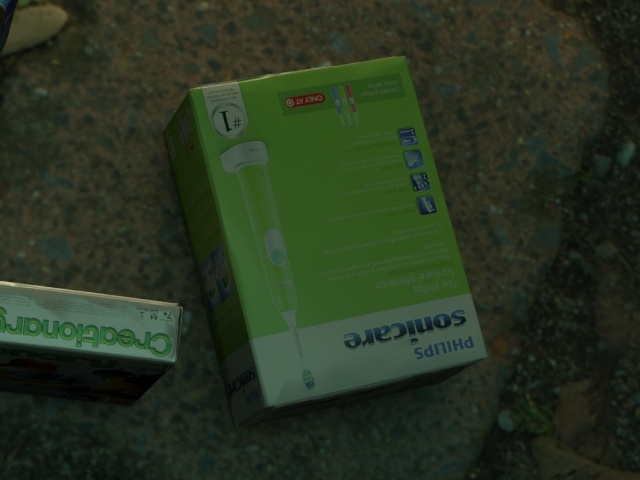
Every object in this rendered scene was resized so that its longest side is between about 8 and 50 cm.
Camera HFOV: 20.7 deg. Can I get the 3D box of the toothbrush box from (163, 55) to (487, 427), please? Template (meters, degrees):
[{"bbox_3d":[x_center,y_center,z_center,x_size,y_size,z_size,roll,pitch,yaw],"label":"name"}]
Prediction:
[{"bbox_3d":[0.000,0.000,1.543,0.206,0.122,0.283,-12,78,-19],"label":"toothbrush box"}]

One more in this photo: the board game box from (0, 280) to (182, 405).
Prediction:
[{"bbox_3d":[-0.279,0.076,1.401,0.305,0.193,0.053,8,73,-14],"label":"board game box"}]

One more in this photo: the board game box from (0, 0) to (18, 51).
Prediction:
[{"bbox_3d":[-0.425,-0.139,1.445,0.232,0.141,0.291,32,69,-6],"label":"board game box"}]
